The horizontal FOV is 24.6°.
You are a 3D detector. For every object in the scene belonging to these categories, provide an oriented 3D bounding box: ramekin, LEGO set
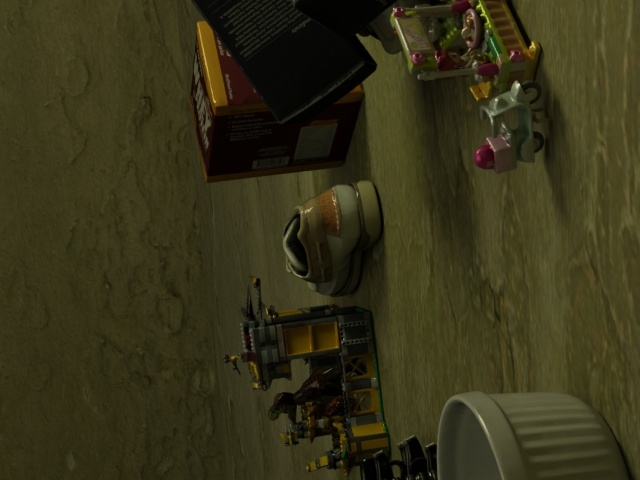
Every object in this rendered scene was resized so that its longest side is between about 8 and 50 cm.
[{"bbox_3d":[0.176,0.221,1.200,0.207,0.109,0.207,173,90,-78],"label":"ramekin"},{"bbox_3d":[0.105,-0.171,1.300,0.287,0.107,0.132,-118,24,-60],"label":"LEGO set"},{"bbox_3d":[-0.039,0.197,2.027,0.331,0.192,0.255,-139,43,-73],"label":"LEGO set"}]

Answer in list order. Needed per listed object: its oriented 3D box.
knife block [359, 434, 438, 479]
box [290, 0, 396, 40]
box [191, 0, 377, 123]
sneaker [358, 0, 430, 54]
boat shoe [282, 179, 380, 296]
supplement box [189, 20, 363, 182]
[{"bbox_3d":[0.108,0.374,1.689,0.242,0.088,0.276,-113,19,-56],"label":"knife block"},{"bbox_3d":[0.032,-0.303,1.370,0.093,0.158,0.156,21,-142,-51],"label":"box"},{"bbox_3d":[-0.046,-0.230,1.503,0.207,0.108,0.153,55,-171,1],"label":"box"},{"bbox_3d":[0.047,-0.277,1.554,0.292,0.110,0.118,-121,17,-64],"label":"sneaker"},{"bbox_3d":[0.000,0.000,1.933,0.302,0.103,0.113,110,150,-67],"label":"boat shoe"},{"bbox_3d":[-0.062,-0.186,1.901,0.194,0.191,0.129,107,153,-62],"label":"supplement box"}]
